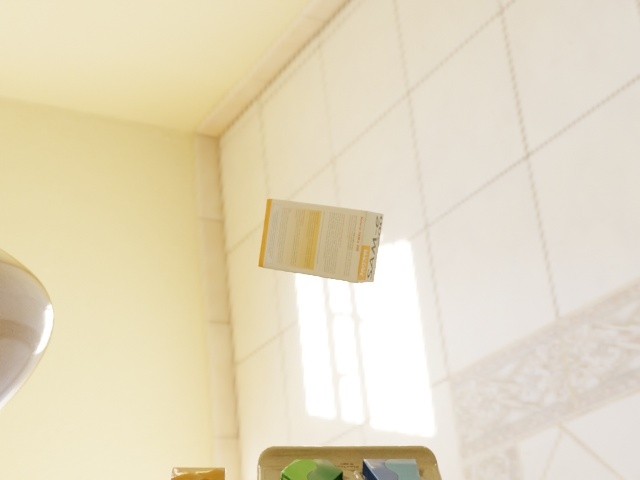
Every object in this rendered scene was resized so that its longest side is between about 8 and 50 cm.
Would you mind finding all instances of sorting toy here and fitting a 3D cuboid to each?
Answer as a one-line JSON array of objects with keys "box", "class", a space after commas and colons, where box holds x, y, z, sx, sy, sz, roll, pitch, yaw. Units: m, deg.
[{"box": [-0.012, 0.281, 1.254, 0.229, 0.307, 0.041, -98, 9, -71], "class": "sorting toy"}]

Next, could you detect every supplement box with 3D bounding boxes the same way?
[{"box": [0.000, 0.000, 0.997, 0.098, 0.036, 0.062, 9, 92, 27], "class": "supplement box"}]

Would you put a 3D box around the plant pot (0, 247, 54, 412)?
[{"box": [-0.344, 0.079, 1.028, 0.254, 0.237, 0.237, -11, -67, -76], "class": "plant pot"}]
